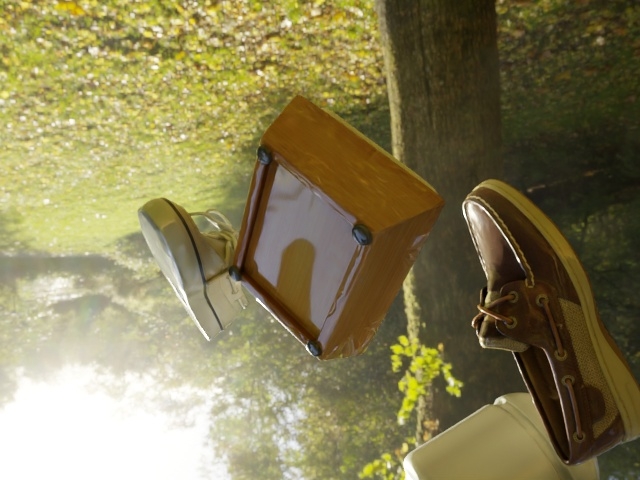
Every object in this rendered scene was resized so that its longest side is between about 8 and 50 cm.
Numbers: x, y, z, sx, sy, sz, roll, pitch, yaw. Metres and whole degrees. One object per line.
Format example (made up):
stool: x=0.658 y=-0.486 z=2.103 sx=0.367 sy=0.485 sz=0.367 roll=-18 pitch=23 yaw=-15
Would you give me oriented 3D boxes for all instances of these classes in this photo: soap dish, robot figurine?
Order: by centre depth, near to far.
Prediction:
soap dish: x=0.000 y=0.000 z=0.716 sx=0.118 sy=0.229 sz=0.291 roll=-30 pitch=151 yaw=-40
robot figurine: x=0.271 y=0.370 z=0.866 sx=0.353 sy=0.200 sz=0.300 roll=-28 pitch=-172 yaw=-9

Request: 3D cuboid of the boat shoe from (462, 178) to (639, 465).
boat shoe: x=0.244 y=0.093 z=0.662 sx=0.123 sy=0.342 sz=0.123 roll=-24 pitch=174 yaw=-10

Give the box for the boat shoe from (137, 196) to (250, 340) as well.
boat shoe: x=-0.166 y=0.031 z=0.899 sx=0.156 sy=0.136 sz=0.367 roll=-35 pitch=151 yaw=-18
